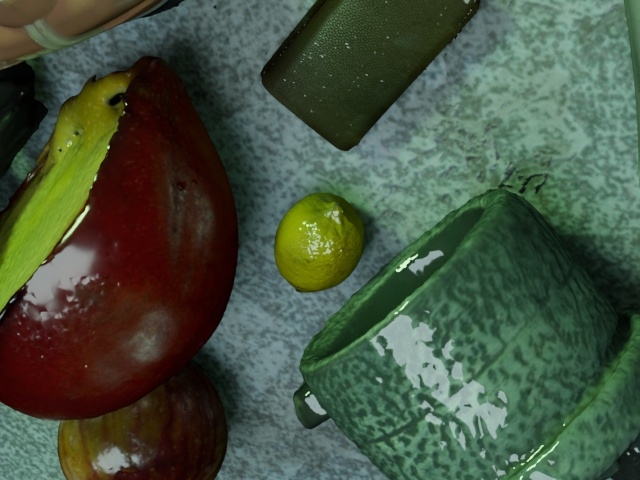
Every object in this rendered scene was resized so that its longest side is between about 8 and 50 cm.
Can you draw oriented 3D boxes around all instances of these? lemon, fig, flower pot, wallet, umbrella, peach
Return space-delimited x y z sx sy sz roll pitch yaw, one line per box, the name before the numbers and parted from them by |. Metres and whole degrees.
lemon | 0.000 0.000 1.154 0.082 0.082 0.111 30 133 3
fig | -0.181 0.166 1.306 0.175 0.207 0.175 0 157 0
flower pot | 0.147 0.143 1.050 0.283 0.299 0.299 48 125 -6
wallet | 0.041 -0.171 1.062 0.110 0.031 0.198 39 126 -5
umbrella | -0.354 -0.022 1.157 0.118 0.340 0.118 20 169 4
peach | -0.183 0.010 1.158 0.201 0.258 0.362 27 109 -24

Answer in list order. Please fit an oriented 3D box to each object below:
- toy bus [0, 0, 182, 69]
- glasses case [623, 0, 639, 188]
toy bus | -0.252 -0.231 1.025 0.287 0.232 0.194 -11 118 25
glasses case | 0.287 -0.165 0.937 0.128 0.083 0.308 0 120 29
